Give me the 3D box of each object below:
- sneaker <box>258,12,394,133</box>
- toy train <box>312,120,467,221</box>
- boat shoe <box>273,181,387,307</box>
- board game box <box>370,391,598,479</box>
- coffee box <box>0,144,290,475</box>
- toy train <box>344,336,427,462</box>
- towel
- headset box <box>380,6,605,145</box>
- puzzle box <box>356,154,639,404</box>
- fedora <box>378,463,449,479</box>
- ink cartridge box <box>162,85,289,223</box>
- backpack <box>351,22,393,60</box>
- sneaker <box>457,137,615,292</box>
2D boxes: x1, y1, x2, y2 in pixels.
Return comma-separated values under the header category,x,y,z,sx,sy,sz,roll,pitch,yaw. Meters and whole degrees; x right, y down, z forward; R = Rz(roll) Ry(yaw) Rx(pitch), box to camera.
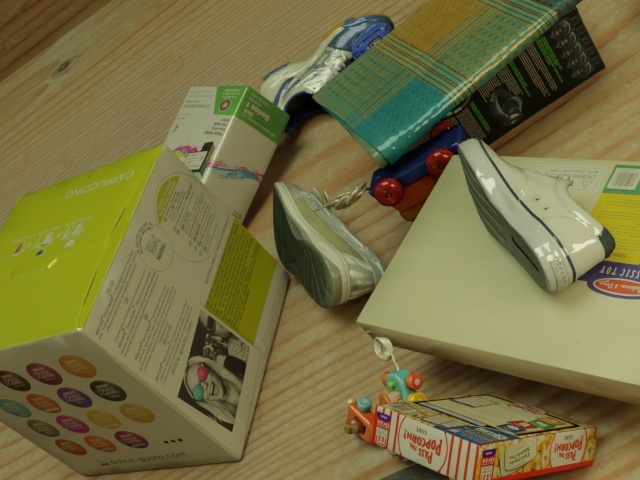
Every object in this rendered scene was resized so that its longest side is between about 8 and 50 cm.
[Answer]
category,x,y,z,sx,sy,sz,roll,pitch,yaw
sneaker,0.025,-0.307,1.764,0.296,0.112,0.131,-34,51,17
toy train,0.129,-0.051,1.344,0.248,0.143,0.105,-29,23,27
boat shoe,0.001,-0.002,1.447,0.103,0.118,0.320,-8,26,-19
board game box,0.174,0.204,0.982,0.147,0.193,0.045,13,98,50
coffee box,-0.301,0.116,1.398,0.338,0.334,0.338,-15,43,33
toy train,0.069,0.204,1.127,0.046,0.166,0.125,-20,47,-33
towel,0.179,-0.276,1.378,0.370,0.040,0.271,-39,35,3
headset box,0.271,-0.301,1.469,0.283,0.131,0.246,-33,39,12
puzzle box,0.256,0.027,1.044,0.409,0.052,0.272,9,59,48
fedora,0.053,0.358,0.947,0.275,0.124,0.244,-35,7,15
ink cartridge box,-0.206,-0.138,1.723,0.201,0.117,0.278,10,73,50
backpack,0.115,-0.329,1.657,0.098,0.101,0.120,-35,62,1
sneaker,0.233,-0.039,1.031,0.091,0.094,0.258,-23,41,-3
